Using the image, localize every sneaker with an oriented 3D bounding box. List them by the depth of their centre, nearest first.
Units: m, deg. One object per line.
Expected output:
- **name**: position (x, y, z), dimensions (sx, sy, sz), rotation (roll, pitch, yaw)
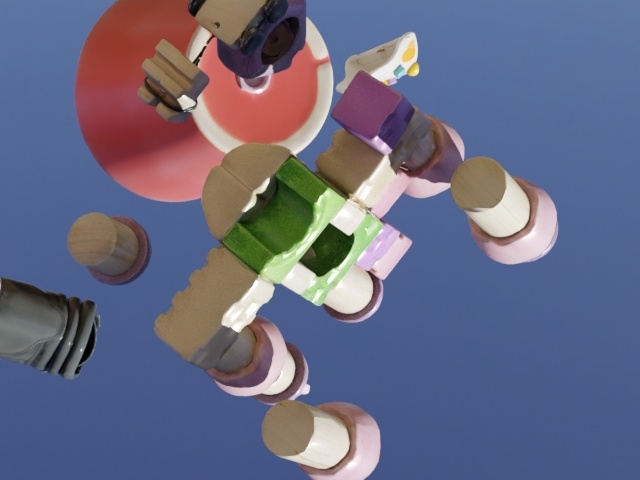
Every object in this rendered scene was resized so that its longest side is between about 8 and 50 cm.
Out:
- **sneaker**: position (-0.327, 0.101, 1.976), dimensions (0.147, 0.104, 0.296), rotation (22, 169, -15)

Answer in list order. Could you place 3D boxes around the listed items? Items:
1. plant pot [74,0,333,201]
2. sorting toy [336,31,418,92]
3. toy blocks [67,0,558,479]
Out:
- **plant pot**: position (-0.126, -0.184, 2.139), dimensions (0.275, 0.275, 0.243), rotation (-11, -175, -28)
- **sorting toy**: position (0.053, -0.171, 1.838), dimensions (0.083, 0.045, 0.075), rotation (-18, -169, 44)
- **toy blocks**: position (0.000, 0.000, 1.421), dimensions (0.309, 0.288, 0.260), rotation (39, -177, 22)
